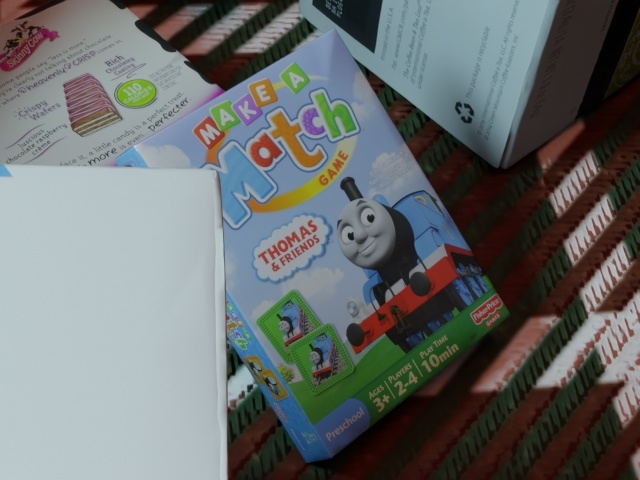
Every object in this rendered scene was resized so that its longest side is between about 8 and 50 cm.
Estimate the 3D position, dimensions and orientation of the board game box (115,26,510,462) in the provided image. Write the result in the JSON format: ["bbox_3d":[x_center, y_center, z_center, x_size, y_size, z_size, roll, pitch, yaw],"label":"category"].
[{"bbox_3d":[0.000,0.000,0.835,0.160,0.039,0.211,-35,95,-29],"label":"board game box"}]

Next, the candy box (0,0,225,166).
[{"bbox_3d":[-0.136,-0.052,0.900,0.159,0.071,0.233,-34,64,-29],"label":"candy box"}]

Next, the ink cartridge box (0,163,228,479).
[{"bbox_3d":[-0.146,0.125,0.634,0.198,0.270,0.197,1,51,-7],"label":"ink cartridge box"}]

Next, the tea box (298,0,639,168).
[{"bbox_3d":[0.182,-0.286,0.963,0.323,0.329,0.220,-36,64,-29],"label":"tea box"}]
